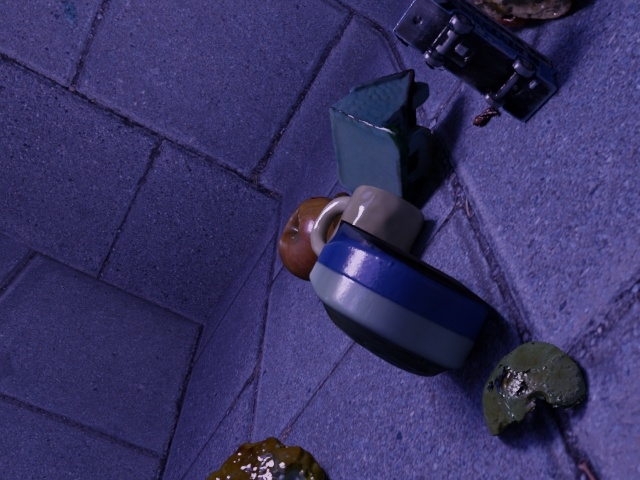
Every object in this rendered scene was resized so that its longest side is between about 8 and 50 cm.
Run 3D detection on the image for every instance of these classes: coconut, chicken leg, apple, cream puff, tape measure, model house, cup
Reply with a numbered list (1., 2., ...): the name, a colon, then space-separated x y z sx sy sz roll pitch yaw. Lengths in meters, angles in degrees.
1. coconut: 0.249 0.182 0.783 0.158 0.055 0.133 -52 19 33
2. chicken leg: 0.350 -0.264 1.311 0.036 0.021 0.083 -58 15 -23
3. apple: 0.000 0.000 1.733 0.260 0.194 0.260 -56 18 29
4. cream puff: -0.104 0.529 1.224 0.282 0.185 0.282 -18 21 7
5. tape measure: 0.127 0.099 0.979 0.138 0.259 0.262 -62 18 7
6. model house: 0.191 -0.235 1.501 0.249 0.230 0.280 -36 -41 -26
7. cup: 0.077 -0.012 1.378 0.202 0.255 0.173 -63 -22 -6

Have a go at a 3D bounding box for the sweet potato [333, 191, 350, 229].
1. sweet potato: 0.068 -0.019 1.548 0.112 0.085 0.285 117 147 -44

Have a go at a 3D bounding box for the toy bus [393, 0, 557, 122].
1. toy bus: 0.285 -0.350 1.142 0.106 0.297 0.131 -50 13 42

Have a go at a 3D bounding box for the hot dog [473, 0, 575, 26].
1. hot dog: 0.451 -0.624 1.274 0.365 0.196 0.367 -64 20 3

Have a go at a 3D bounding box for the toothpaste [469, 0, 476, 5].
1. toothpaste: 0.340 -0.385 1.268 0.033 0.218 0.052 -22 -1 -24
